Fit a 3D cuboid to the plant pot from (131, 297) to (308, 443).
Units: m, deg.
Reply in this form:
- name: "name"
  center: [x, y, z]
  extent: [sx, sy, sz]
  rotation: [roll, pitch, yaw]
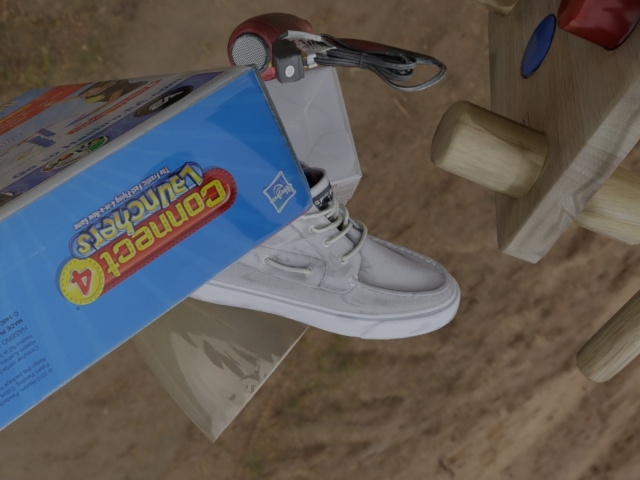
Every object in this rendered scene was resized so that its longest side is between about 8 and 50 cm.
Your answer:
- name: "plant pot"
  center: [-0.201, 0.153, 1.898]
  extent: [0.256, 0.274, 0.256]
  rotation: [-50, 176, -4]

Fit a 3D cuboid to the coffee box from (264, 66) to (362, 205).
- name: "coffee box"
  center: [-0.020, -0.140, 1.718]
  extent: [0.119, 0.168, 0.297]
  rotation: [-13, 175, -3]

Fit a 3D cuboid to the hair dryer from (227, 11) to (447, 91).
- name: "hair dryer"
  center: [0.000, -0.217, 1.364]
  extent: [0.224, 0.293, 0.080]
  rotation: [3, 112, -24]

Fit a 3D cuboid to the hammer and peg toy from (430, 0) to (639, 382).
- name: "hammer and peg toy"
  center: [0.151, -0.113, 0.557]
  extent: [0.127, 0.361, 0.266]
  rotation: [21, 132, -12]

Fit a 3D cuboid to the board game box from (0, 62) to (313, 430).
- name: "board game box"
  center: [-0.211, 0.015, 0.634]
  extent: [0.308, 0.302, 0.086]
  rotation: [-36, 113, -27]

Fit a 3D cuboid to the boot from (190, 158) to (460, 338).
- name: "boot"
  center: [0.000, 0.000, 0.930]
  extent: [0.258, 0.095, 0.123]
  rotation: [8, 130, -6]
